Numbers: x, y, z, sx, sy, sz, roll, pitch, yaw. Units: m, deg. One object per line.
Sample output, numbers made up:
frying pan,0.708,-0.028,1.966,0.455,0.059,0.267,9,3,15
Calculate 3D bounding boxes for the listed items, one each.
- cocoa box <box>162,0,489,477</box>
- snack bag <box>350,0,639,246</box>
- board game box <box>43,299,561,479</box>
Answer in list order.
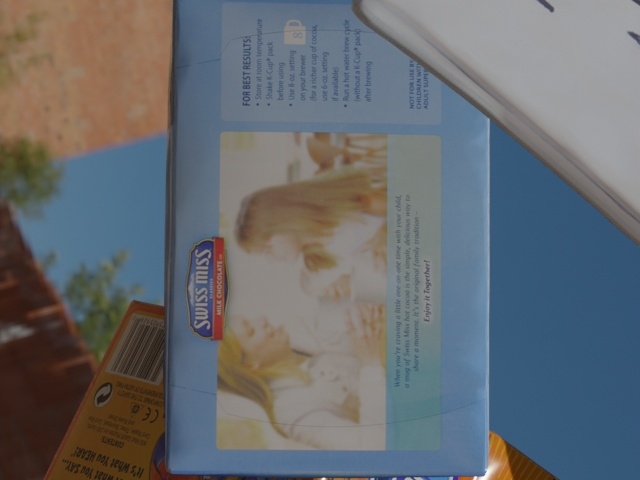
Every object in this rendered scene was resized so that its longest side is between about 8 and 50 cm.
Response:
cocoa box,0.000,0.000,1.248,0.228,0.231,0.347,128,-37,-84
snack bag,0.217,-0.135,0.768,0.323,0.342,0.037,40,-15,-7
board game box,-0.033,0.310,1.597,0.356,0.356,0.356,8,-23,48
